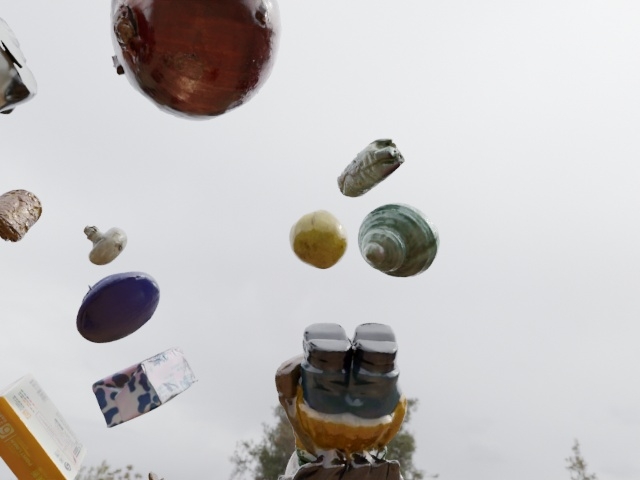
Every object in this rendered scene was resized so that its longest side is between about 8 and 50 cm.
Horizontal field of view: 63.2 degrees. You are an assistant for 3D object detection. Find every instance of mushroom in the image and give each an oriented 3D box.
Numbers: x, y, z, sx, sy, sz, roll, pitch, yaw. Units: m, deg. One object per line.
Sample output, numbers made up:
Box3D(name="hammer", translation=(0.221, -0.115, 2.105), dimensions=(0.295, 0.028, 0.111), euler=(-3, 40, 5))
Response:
Box3D(name="mushroom", translation=(-0.412, 0.002, 0.981), dimensions=(0.085, 0.085, 0.079), euler=(-25, -64, 38))

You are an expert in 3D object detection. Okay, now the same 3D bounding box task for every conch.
Box3D(name="conch", translation=(0.176, 0.006, 1.253), dimensions=(0.220, 0.195, 0.277), euler=(-7, 8, 28))

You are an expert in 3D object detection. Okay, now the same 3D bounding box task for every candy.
Box3D(name="candy", translation=(-0.257, 0.215, 0.782), dimensions=(0.092, 0.073, 0.160), euler=(-26, -4, 3))

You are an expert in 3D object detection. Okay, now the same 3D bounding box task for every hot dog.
Box3D(name="hot dog", translation=(-0.683, -0.054, 1.161), dimensions=(0.065, 0.147, 0.099), euler=(-15, -55, 11))

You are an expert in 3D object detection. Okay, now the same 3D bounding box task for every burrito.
Box3D(name="burrito", translation=(0.113, -0.172, 1.276), dimensions=(0.096, 0.066, 0.309), euler=(55, -20, -2))

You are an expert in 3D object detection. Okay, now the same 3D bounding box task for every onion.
Box3D(name="onion", translation=(-0.219, -0.400, 0.968), dimensions=(0.341, 0.341, 0.341), euler=(2, -31, 1))

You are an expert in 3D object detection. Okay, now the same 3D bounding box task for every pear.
Box3D(name="pear", translation=(0.000, 0.000, 1.783), dimensions=(0.209, 0.209, 0.209), euler=(2, -31, 1))

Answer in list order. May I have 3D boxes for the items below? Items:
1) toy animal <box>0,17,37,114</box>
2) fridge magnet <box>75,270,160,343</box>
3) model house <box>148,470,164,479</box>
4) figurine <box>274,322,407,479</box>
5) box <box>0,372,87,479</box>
Box3D(name="toy animal", translation=(-0.601, -0.255, 0.803), dimensions=(0.267, 0.212, 0.212), euler=(-32, -30, -13))
Box3D(name="fridge magnet", translation=(-0.615, 0.200, 1.585), dimensions=(0.113, 0.265, 0.265), euler=(38, -17, 30))
Box3D(name="model house", translation=(-0.343, 0.588, 0.993), dimensions=(0.229, 0.199, 0.219), euler=(18, -73, -56))
Box3D(name="figurine", translation=(0.022, 0.276, 0.626), dimensions=(0.185, 0.204, 0.332), euler=(3, -62, -4))
Box3D(name="box", translation=(-0.699, 0.477, 1.272), dimensions=(0.091, 0.274, 0.221), euler=(-34, 6, -12))
